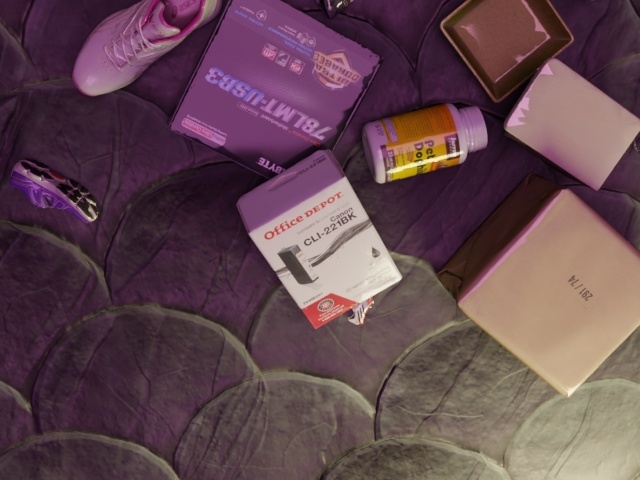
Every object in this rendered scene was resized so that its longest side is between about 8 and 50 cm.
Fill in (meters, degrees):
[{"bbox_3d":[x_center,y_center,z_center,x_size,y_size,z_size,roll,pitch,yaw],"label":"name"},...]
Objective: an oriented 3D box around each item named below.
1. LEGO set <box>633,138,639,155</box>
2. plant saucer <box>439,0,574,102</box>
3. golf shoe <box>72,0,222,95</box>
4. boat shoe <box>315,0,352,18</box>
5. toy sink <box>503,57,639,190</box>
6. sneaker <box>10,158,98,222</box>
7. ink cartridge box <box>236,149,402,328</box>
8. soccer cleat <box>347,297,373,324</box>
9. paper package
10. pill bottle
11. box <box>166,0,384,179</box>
[{"bbox_3d":[0.631,-0.197,1.586,0.054,0.023,0.083,-32,93,0],"label":"LEGO set"},{"bbox_3d":[0.339,-0.385,1.485,0.188,0.045,0.188,-39,106,4],"label":"plant saucer"},{"bbox_3d":[-0.305,-0.354,1.370,0.306,0.140,0.115,-37,108,6],"label":"golf shoe"},{"bbox_3d":[-0.031,-0.474,1.402,0.206,0.075,0.065,41,94,-20],"label":"boat shoe"},{"bbox_3d":[0.445,-0.224,1.498,0.234,0.131,0.152,28,100,-18],"label":"toy sink"},{"bbox_3d":[-0.487,-0.082,1.471,0.170,0.068,0.071,33,114,-5],"label":"sneaker"},{"bbox_3d":[0.000,0.000,1.472,0.197,0.114,0.272,-31,126,2],"label":"ink cartridge box"},{"bbox_3d":[0.081,0.130,1.604,0.036,0.029,0.083,16,107,-15],"label":"soccer cleat"},{"bbox_3d":[0.451,0.083,1.564,0.325,0.168,0.309,39,97,-16],"label":"paper package"},{"bbox_3d":[0.192,-0.184,1.484,0.215,0.117,0.117,-15,106,-3],"label":"pill bottle"},{"bbox_3d":[-0.083,-0.270,1.455,0.296,0.073,0.293,27,100,-12],"label":"box"}]
